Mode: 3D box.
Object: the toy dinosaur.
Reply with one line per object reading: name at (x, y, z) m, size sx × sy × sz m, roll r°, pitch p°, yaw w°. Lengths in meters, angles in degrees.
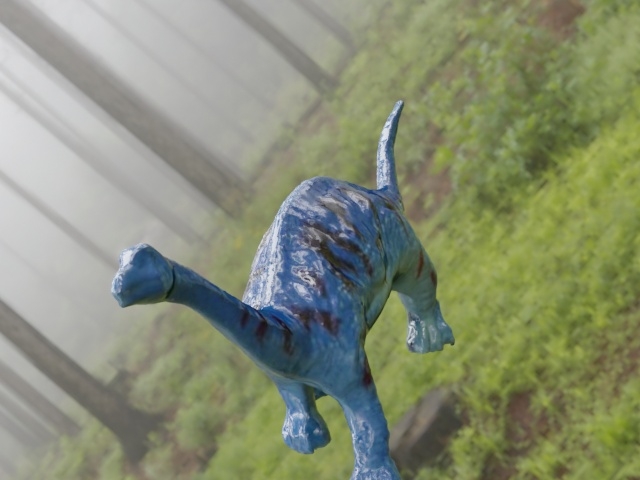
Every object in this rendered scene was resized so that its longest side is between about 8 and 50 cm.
toy dinosaur at (0.004, 0.031, 0.554) m, size 0.076 × 0.144 × 0.329 m, roll -10°, pitch 12°, yaw 25°
